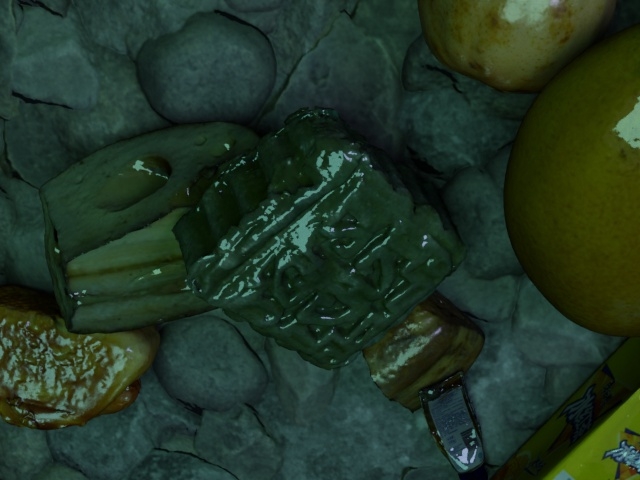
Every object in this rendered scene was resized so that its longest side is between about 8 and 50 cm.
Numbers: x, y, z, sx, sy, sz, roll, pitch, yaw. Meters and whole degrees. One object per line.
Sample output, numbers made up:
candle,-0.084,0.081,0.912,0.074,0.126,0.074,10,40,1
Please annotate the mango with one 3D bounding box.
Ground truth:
mango,0.310,-0.056,1.104,0.264,0.221,0.378,-6,141,2

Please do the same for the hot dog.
hot dog,-0.333,0.154,1.427,0.257,0.150,0.153,11,103,9

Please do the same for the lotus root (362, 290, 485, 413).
lotus root,0.110,0.126,1.340,0.135,0.095,0.159,-39,103,19

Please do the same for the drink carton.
drink carton,0.302,0.264,1.309,0.111,0.154,0.351,37,114,-2

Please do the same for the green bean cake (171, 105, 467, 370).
green bean cake,0.000,0.000,1.235,0.241,0.132,0.255,-39,130,18

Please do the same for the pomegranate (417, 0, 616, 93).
pomegranate,0.195,-0.242,1.124,0.207,0.207,0.207,4,111,12

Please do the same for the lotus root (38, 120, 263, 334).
lotus root,-0.175,-0.023,1.329,0.314,0.142,0.210,-16,134,-2

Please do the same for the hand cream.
hand cream,0.165,0.229,1.379,0.062,0.039,0.163,-23,116,-4
